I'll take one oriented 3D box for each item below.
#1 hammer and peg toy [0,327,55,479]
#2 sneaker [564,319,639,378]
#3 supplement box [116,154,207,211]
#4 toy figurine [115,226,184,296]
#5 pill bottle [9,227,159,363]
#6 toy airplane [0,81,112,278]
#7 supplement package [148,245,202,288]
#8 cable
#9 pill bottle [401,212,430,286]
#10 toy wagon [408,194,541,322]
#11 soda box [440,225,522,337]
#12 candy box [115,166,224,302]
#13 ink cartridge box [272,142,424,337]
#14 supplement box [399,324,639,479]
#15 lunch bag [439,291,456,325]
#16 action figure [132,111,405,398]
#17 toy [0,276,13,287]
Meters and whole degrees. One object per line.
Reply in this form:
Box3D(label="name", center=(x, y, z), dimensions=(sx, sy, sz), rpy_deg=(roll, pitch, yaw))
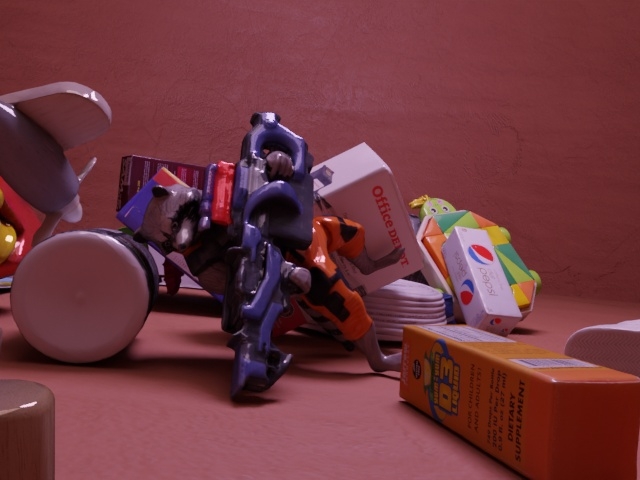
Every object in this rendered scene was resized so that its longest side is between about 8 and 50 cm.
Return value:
Box3D(label="hammer and peg toy", center=(-0.310, 0.047, 0.320), dimensions=(0.361, 0.127, 0.266), rpy_deg=(6, 0, 30))
Box3D(label="sneaker", center=(0.470, 0.141, 0.816), dimensions=(0.292, 0.108, 0.169), rpy_deg=(5, 2, 39))
Box3D(label="supplement box", center=(-0.339, -0.115, 1.558), dimensions=(0.239, 0.130, 0.073), rpy_deg=(7, -2, -36))
Box3D(label="toy figurine", center=(-0.339, 0.066, 1.269), dimensions=(0.173, 0.130, 0.159), rpy_deg=(-20, -25, 23))
Box3D(label="pill bottle", center=(-0.248, 0.051, 0.754), dimensions=(0.130, 0.131, 0.245), rpy_deg=(6, 0, -10))
Box3D(label="toy airplane", center=(-0.456, -0.054, 0.731), dimensions=(0.384, 0.273, 0.386), rpy_deg=(5, -30, -34))
Box3D(label="supplement package", center=(-0.316, 0.029, 1.595), dimensions=(0.194, 0.149, 0.203), rpy_deg=(6, -1, -8))
Box3D(label="cable", center=(0.077, 0.105, 1.085), dimensions=(0.257, 0.089, 0.257), rpy_deg=(6, 0, -28))
Box3D(label="pill bottle", center=(0.130, 0.028, 1.515), dimensions=(0.362, 0.210, 0.210), rpy_deg=(14, -1, -12))
Box3D(label="toy wagon", center=(0.292, 0.026, 1.393), dimensions=(0.267, 0.344, 0.068), rpy_deg=(-8, -35, -28))
Box3D(label="soda box", center=(0.293, 0.075, 1.246), dimensions=(0.073, 0.069, 0.216), rpy_deg=(7, 45, -17))
Box3D(label="candy box", center=(-0.211, 0.001, 1.223), dimensions=(0.268, 0.122, 0.317), rpy_deg=(41, -4, -9))
Box3D(label="ink cartridge box", center=(0.000, 0.000, 0.923), dimensions=(0.237, 0.172, 0.100), rpy_deg=(-26, 32, 0))
Box3D(label="supplement box", center=(0.144, 0.122, 0.545), dimensions=(0.080, 0.078, 0.233), rpy_deg=(3, 1, -16))
Box3D(label="lunch bag", center=(0.197, 0.131, 1.217), dimensions=(0.067, 0.065, 0.098), rpy_deg=(-10, 6, -16))
Box3D(label="action figure", center=(-0.049, 0.049, 0.732), dimensions=(0.330, 0.341, 0.178), rpy_deg=(28, -44, -21))
Box3D(label="toy", center=(-0.571, 0.051, 1.125), dimensions=(0.136, 0.056, 0.237), rpy_deg=(8, 0, -3))
